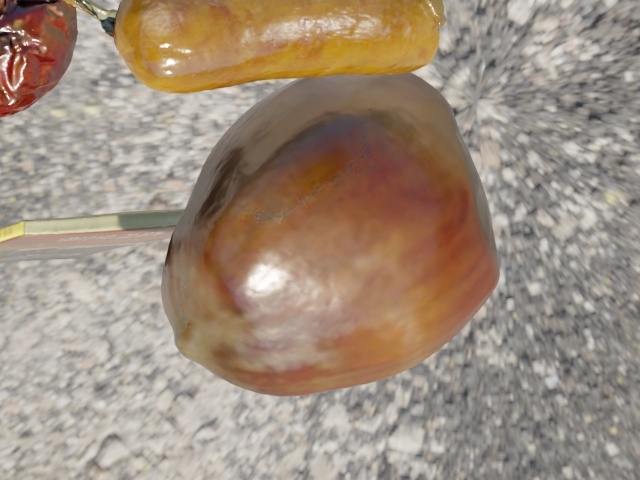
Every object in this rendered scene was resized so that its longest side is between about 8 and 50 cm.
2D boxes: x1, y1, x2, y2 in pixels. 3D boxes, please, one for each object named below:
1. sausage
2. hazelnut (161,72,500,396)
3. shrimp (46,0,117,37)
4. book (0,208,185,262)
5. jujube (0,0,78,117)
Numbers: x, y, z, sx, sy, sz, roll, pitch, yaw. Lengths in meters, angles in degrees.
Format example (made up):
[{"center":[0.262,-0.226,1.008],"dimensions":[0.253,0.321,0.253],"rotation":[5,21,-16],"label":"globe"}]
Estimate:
[{"center":[-0.030,-0.172,1.208],"dimensions":[0.270,0.109,0.109],"rotation":[-8,95,-25],"label":"sausage"},{"center":[0.008,-0.004,1.549],"dimensions":[0.366,0.366,0.366],"rotation":[1,95,6],"label":"hazelnut"},{"center":[-0.240,-0.232,1.486],"dimensions":[0.148,0.195,0.035],"rotation":[34,96,-16],"label":"shrimp"},{"center":[-0.331,0.000,1.890],"dimensions":[0.262,0.374,0.028],"rotation":[-4,85,-37],"label":"book"},{"center":[-0.394,-0.236,1.689],"dimensions":[0.232,0.213,0.213],"rotation":[-9,95,-29],"label":"jujube"}]
